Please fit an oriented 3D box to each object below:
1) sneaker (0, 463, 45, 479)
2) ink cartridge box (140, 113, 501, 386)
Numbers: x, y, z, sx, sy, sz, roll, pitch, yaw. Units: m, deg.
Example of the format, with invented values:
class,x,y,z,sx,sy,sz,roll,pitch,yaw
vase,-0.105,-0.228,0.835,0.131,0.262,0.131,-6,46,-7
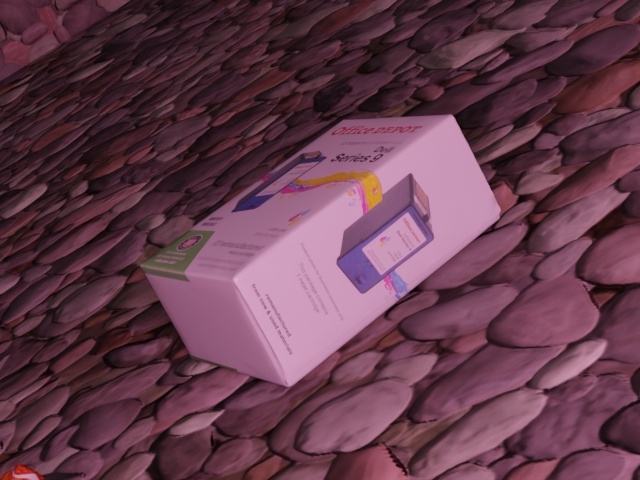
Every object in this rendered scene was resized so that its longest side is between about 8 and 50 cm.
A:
class,x,y,z,sx,sy,sz,roll,pitch,yaw
sneaker,-0.177,0.184,0.922,0.067,0.064,0.175,-43,19,-11
ink cartridge box,0.000,0.000,1.095,0.212,0.093,0.154,-35,20,-24
